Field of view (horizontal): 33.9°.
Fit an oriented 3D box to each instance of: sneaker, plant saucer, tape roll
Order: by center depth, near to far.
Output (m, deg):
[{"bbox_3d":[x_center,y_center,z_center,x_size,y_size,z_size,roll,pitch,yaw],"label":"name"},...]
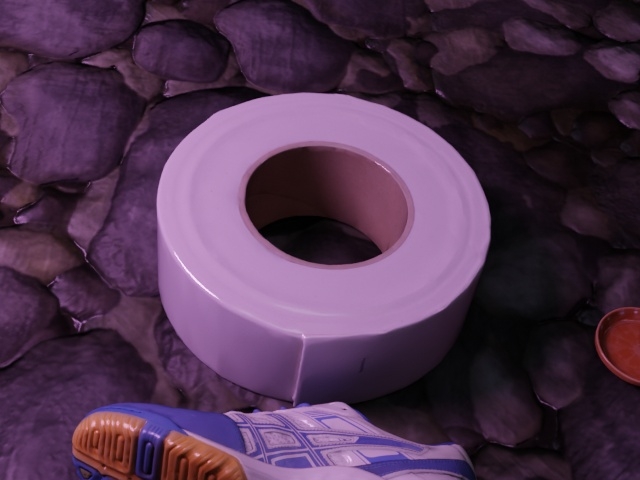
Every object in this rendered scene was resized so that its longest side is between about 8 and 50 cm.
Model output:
[{"bbox_3d":[-0.029,0.173,0.767,0.297,0.111,0.131,17,31,5],"label":"sneaker"},{"bbox_3d":[0.000,0.000,0.910,0.286,0.100,0.286,5,48,-5],"label":"tape roll"},{"bbox_3d":[0.282,0.095,0.924,0.084,0.013,0.083,4,48,-4],"label":"plant saucer"}]
